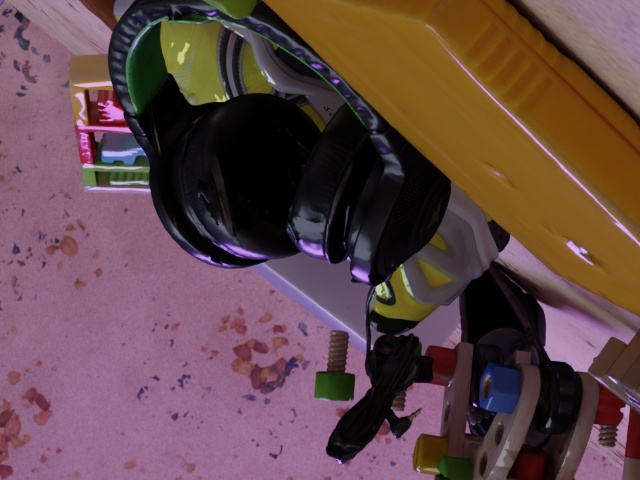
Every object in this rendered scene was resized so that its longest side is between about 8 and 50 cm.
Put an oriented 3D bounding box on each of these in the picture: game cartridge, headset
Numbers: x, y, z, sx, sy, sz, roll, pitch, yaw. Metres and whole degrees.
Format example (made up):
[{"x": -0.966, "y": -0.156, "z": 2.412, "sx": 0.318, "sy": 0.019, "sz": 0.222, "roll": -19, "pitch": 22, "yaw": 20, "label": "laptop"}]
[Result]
[{"x": 0.118, "y": -0.056, "z": 0.972, "sx": 0.324, "sy": 0.052, "sz": 0.285, "roll": 42, "pitch": 175, "yaw": -26, "label": "game cartridge"}, {"x": -0.019, "y": -0.019, "z": 1.220, "sx": 0.243, "sy": 0.185, "sz": 0.394, "roll": 6, "pitch": 141, "yaw": 38, "label": "headset"}]

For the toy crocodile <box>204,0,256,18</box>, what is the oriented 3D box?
[{"x": -0.148, "y": -0.224, "z": 0.953, "sx": 0.115, "sy": 0.105, "sz": 0.340, "roll": 36, "pitch": 177, "yaw": 38, "label": "toy crocodile"}]

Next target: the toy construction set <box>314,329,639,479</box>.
[{"x": 0.181, "y": 0.213, "z": 1.440, "sx": 0.309, "sy": 0.237, "sz": 0.257, "roll": 6, "pitch": 180, "yaw": -35, "label": "toy construction set"}]

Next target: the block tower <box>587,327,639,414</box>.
[{"x": 0.295, "y": 0.112, "z": 0.961, "sx": 0.091, "sy": 0.097, "sz": 0.335, "roll": 40, "pitch": 175, "yaw": -29, "label": "block tower"}]

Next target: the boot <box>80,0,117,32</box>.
[{"x": -0.186, "y": -0.232, "z": 1.756, "sx": 0.280, "sy": 0.096, "sz": 0.264, "roll": 45, "pitch": -172, "yaw": 30, "label": "boot"}]

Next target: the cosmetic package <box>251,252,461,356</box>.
[{"x": 0.000, "y": 0.000, "z": 2.062, "sx": 0.385, "sy": 0.156, "sz": 0.217, "roll": 39, "pitch": 175, "yaw": 1, "label": "cosmetic package"}]

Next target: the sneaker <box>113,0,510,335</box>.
[{"x": -0.030, "y": -0.075, "z": 1.395, "sx": 0.385, "sy": 0.147, "sz": 0.145, "roll": 39, "pitch": 179, "yaw": 6, "label": "sneaker"}]

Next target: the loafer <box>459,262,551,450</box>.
[{"x": 0.174, "y": 0.115, "z": 1.675, "sx": 0.095, "sy": 0.109, "sz": 0.302, "roll": 54, "pitch": -164, "yaw": -20, "label": "loafer"}]

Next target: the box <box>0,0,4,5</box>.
[{"x": -0.495, "y": -0.410, "z": 2.011, "sx": 0.311, "sy": 0.121, "sz": 0.148, "roll": 37, "pitch": 177, "yaw": 20, "label": "box"}]

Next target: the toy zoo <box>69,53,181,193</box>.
[{"x": -0.141, "y": -0.116, "z": 1.631, "sx": 0.192, "sy": 0.030, "sz": 0.293, "roll": 1, "pitch": 157, "yaw": -4, "label": "toy zoo"}]
